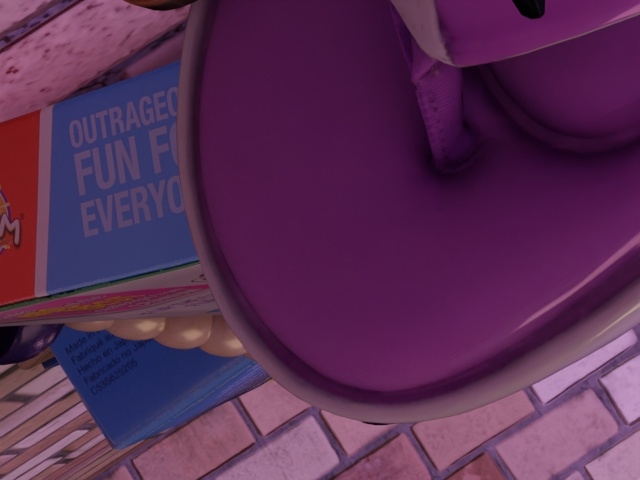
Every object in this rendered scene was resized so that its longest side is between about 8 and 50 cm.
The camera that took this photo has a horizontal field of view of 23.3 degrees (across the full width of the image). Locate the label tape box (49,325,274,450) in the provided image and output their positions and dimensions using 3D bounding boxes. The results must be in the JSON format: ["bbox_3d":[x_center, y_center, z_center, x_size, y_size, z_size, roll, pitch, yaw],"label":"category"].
[{"bbox_3d":[0.000,0.000,1.026,0.249,0.115,0.347,-36,175,17],"label":"label tape box"}]

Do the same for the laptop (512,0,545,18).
[{"bbox_3d":[0.083,-0.166,0.133,0.264,0.137,0.234,-34,174,9],"label":"laptop"}]

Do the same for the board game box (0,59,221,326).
[{"bbox_3d":[0.034,-0.019,0.610,0.242,0.064,0.316,-13,172,37],"label":"board game box"}]

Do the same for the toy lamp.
[{"bbox_3d":[-0.032,0.047,0.789,0.274,0.080,0.080,11,147,-32],"label":"toy lamp"}]

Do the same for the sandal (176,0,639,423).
[{"bbox_3d":[0.078,-0.128,0.314,0.416,0.169,0.102,-53,158,24],"label":"sandal"}]

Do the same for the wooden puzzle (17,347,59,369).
[{"bbox_3d":[-0.171,0.063,1.090,0.078,0.014,0.116,-19,164,-49],"label":"wooden puzzle"}]

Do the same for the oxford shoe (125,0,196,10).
[{"bbox_3d":[-0.036,-0.113,0.333,0.076,0.076,0.212,2,163,-19],"label":"oxford shoe"}]
